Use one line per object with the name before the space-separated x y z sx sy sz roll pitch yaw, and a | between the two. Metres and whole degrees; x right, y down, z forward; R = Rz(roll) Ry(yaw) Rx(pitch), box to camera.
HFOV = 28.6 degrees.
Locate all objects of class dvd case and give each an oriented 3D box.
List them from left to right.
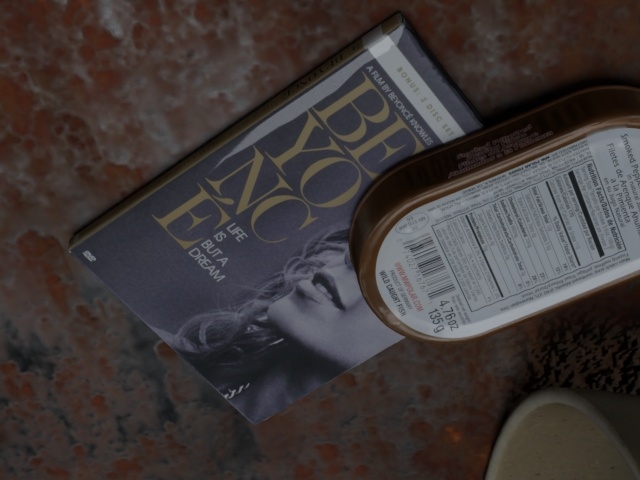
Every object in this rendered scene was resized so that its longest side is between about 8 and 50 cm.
dvd case | 0.000 0.000 0.683 0.221 0.018 0.164 -32 120 18

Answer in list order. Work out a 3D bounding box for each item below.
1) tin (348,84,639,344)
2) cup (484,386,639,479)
tin | 0.108 -0.009 0.651 0.189 0.040 0.106 -23 126 9
cup | 0.245 0.243 0.688 0.236 0.331 0.331 -1 125 -11
